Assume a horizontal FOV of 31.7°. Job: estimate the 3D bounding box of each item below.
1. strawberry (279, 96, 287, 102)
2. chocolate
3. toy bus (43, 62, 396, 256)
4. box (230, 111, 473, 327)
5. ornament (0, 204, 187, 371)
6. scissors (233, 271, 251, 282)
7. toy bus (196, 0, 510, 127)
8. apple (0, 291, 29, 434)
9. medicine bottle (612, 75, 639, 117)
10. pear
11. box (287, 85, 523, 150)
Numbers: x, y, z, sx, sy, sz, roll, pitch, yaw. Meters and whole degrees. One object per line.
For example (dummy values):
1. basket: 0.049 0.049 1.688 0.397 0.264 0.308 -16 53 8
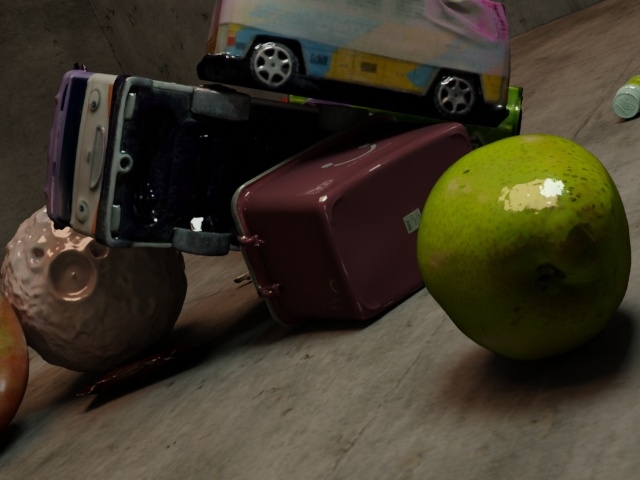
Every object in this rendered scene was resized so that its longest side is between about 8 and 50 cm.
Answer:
1. strawberry: -0.044 -0.125 1.913 0.250 0.239 0.288 -24 2 -20
2. chocolate: -0.228 0.168 1.455 0.182 0.028 0.086 -22 4 7
3. toy bus: -0.135 -0.098 1.462 0.439 0.209 0.249 2 9 -43
4. box: 0.061 -0.026 1.351 0.294 0.193 0.167 -31 21 -32
5. ornament: -0.314 0.055 1.567 0.259 0.259 0.225 -24 -5 3
6. scissors: 0.000 0.000 1.768 0.300 0.022 0.109 -27 8 -8
7. toy bus: 0.052 -0.245 1.381 0.386 0.162 0.171 8 5 -12
8. apple: -0.492 0.212 1.445 0.293 0.163 0.251 -37 13 -28
9. medicine bottle: 0.469 -0.215 1.686 0.047 0.047 0.083 -17 13 36
10. pear: 0.172 0.007 0.922 0.187 0.188 0.219 -26 11 -9
11. box: 0.127 -0.185 1.689 0.345 0.134 0.097 9 49 8
